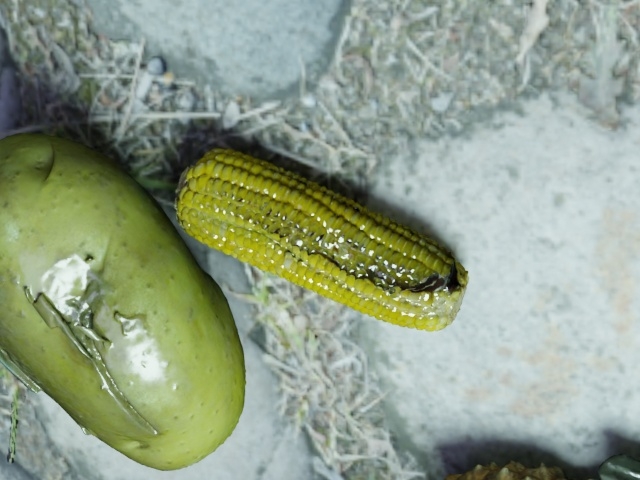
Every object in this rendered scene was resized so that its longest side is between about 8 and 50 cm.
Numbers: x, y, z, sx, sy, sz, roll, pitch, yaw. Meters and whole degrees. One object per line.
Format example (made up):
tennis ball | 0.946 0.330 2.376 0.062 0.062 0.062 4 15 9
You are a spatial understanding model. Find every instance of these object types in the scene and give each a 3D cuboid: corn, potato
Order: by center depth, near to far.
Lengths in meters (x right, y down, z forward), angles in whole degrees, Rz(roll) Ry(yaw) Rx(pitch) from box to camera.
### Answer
corn | 0.000 0.000 0.987 0.203 0.072 0.072 24 115 6
potato | -0.145 0.043 0.990 0.143 0.169 0.248 -35 105 1

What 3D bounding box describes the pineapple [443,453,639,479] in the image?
pineapple | 0.196 0.198 0.993 0.237 0.111 0.119 -5 139 12
